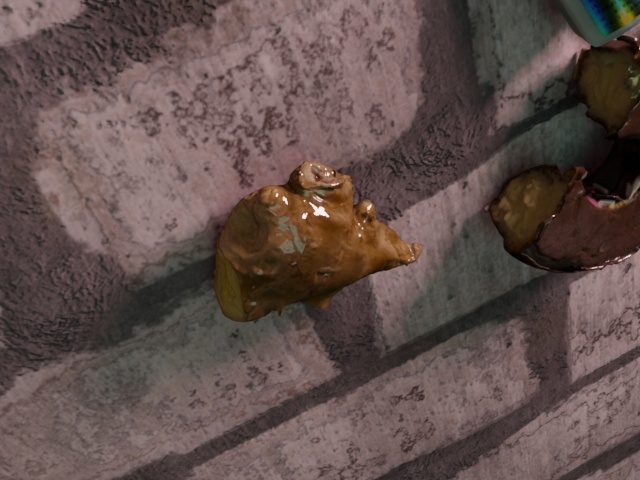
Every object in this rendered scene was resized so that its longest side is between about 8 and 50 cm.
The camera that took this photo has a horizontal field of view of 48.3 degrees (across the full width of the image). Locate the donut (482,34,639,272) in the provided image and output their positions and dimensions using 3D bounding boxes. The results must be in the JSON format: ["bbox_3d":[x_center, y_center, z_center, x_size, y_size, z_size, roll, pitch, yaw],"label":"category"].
[{"bbox_3d":[0.412,-0.110,1.005,0.259,0.136,0.345,10,119,-31],"label":"donut"}]

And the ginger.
[{"bbox_3d":[0.000,0.000,0.891,0.270,0.123,0.219,-13,131,-30],"label":"ginger"}]

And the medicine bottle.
[{"bbox_3d":[0.299,-0.341,0.808,0.121,0.083,0.229,-38,122,17],"label":"medicine bottle"}]
